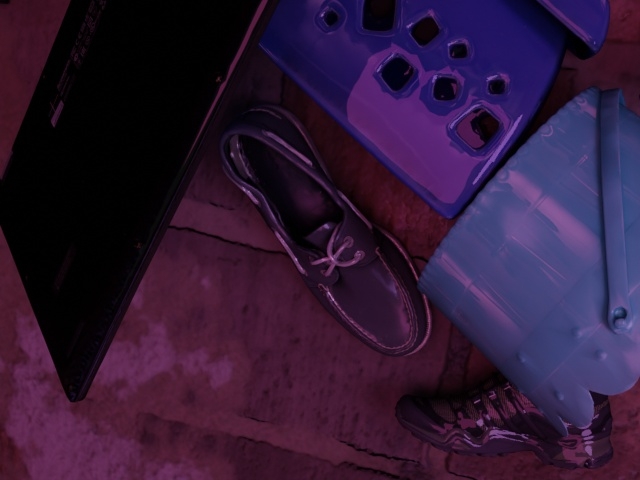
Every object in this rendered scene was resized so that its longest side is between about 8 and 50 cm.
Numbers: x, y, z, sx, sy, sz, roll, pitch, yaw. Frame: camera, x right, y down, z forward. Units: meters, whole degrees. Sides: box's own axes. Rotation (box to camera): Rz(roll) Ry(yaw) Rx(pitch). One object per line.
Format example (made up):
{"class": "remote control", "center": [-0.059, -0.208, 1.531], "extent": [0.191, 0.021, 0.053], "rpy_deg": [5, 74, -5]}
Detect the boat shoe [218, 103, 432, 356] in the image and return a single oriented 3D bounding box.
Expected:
{"class": "boat shoe", "center": [0.000, 0.000, 0.923], "extent": [0.116, 0.099, 0.319], "rpy_deg": [-34, 92, 22]}

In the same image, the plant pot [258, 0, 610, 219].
{"class": "plant pot", "center": [0.114, -0.179, 0.776], "extent": [0.236, 0.236, 0.212], "rpy_deg": [44, 106, 4]}

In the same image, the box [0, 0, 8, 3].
{"class": "box", "center": [-0.427, -0.350, 1.009], "extent": [0.162, 0.029, 0.116], "rpy_deg": [18, 108, 11]}

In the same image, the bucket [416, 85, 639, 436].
{"class": "bucket", "center": [0.231, 0.013, 0.765], "extent": [0.183, 0.281, 0.281], "rpy_deg": [43, 112, 13]}

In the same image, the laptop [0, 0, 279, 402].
{"class": "laptop", "center": [-0.090, -0.138, 0.733], "extent": [0.382, 0.236, 0.408], "rpy_deg": [-61, 42, 21]}

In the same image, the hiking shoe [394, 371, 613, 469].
{"class": "hiking shoe", "center": [0.194, 0.168, 0.924], "extent": [0.227, 0.086, 0.114], "rpy_deg": [5, 92, 11]}
